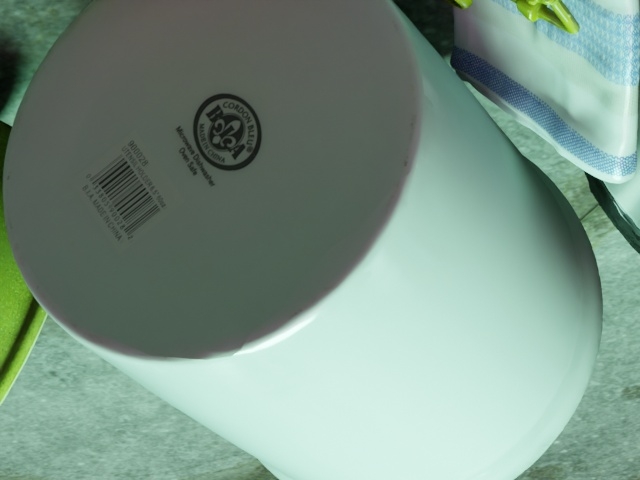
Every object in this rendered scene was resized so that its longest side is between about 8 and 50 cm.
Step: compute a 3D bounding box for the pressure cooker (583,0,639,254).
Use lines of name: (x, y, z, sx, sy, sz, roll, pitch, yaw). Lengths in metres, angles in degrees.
pressure cooker: (0.387, -0.172, 1.255, 0.370, 0.375, 0.420, -33, 165, -33)

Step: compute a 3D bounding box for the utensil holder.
utensil holder: (0.000, 0.000, 1.369, 0.327, 0.328, 0.385, -16, 154, 17)

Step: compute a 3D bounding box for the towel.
towel: (0.140, -0.193, 1.246, 0.034, 0.209, 0.285, -22, 128, -20)

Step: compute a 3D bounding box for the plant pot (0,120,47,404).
plant pot: (-0.441, -0.012, 1.442, 0.366, 0.366, 0.353, -29, 131, 35)

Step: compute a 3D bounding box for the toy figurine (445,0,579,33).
toy figurine: (0.047, -0.295, 1.132, 0.191, 0.217, 0.362, 18, 175, 42)
